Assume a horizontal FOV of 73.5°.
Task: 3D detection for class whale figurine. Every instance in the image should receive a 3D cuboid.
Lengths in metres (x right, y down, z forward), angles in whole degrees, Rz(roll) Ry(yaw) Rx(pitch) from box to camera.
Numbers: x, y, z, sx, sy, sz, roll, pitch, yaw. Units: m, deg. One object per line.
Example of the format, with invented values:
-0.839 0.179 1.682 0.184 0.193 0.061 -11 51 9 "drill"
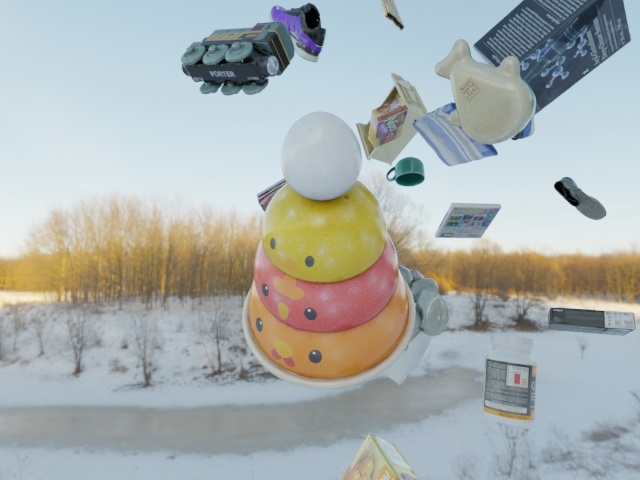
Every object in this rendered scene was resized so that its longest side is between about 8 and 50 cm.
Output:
0.413 -0.375 1.078 0.141 0.272 0.216 -26 -15 -42 "whale figurine"

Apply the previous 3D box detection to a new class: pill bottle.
0.634 0.461 1.436 0.162 0.278 0.162 8 -9 1 "pill bottle"

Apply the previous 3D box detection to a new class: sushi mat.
0.150 -0.729 1.146 0.019 0.316 0.151 -20 -2 29 "sushi mat"

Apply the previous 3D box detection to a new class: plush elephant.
0.228 0.208 1.267 0.272 0.255 0.330 -9 -31 9 "plush elephant"

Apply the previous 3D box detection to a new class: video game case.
0.441 -0.058 1.289 0.157 0.019 0.143 1 -40 -11 "video game case"

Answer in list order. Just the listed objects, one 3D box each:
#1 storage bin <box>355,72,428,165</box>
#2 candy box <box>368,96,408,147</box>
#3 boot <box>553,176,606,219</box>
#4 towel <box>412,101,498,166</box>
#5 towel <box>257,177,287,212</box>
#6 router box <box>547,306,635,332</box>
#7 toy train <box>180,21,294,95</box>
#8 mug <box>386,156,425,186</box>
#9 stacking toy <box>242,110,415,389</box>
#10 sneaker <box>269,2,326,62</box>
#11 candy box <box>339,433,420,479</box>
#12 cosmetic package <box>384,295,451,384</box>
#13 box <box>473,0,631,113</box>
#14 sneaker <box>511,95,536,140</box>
0.279 -0.485 1.717 0.123 0.260 0.262 12 -43 -28 "storage bin"
0.224 -0.392 1.442 0.109 0.053 0.186 -24 -13 -4 "candy box"
1.084 -0.162 1.803 0.161 0.246 0.083 -27 -19 -50 "boot"
0.407 -0.321 1.333 0.034 0.209 0.285 -44 10 -5 "towel"
-0.105 -0.162 1.578 0.237 0.037 0.329 -32 -12 -5 "towel"
0.691 0.210 1.108 0.179 0.046 0.133 1 -18 25 "router box"
-0.229 -0.500 1.170 0.334 0.190 0.142 14 -30 33 "toy train"
0.382 -0.313 1.898 0.158 0.097 0.129 7 -22 -13 "mug"
0.000 0.000 0.739 0.351 0.350 0.480 -2 -45 4 "stacking toy"
-0.067 -0.765 1.493 0.102 0.293 0.146 -15 -31 -40 "sneaker"
0.147 0.582 0.882 0.087 0.183 0.316 30 2 -21 "candy box"
0.382 0.392 1.797 0.155 0.365 0.197 33 24 25 "cosmetic package"
0.790 -0.679 1.471 0.395 0.212 0.293 -40 -39 24 "box"
0.565 -0.364 1.227 0.084 0.152 0.058 -21 23 -20 "sneaker"
